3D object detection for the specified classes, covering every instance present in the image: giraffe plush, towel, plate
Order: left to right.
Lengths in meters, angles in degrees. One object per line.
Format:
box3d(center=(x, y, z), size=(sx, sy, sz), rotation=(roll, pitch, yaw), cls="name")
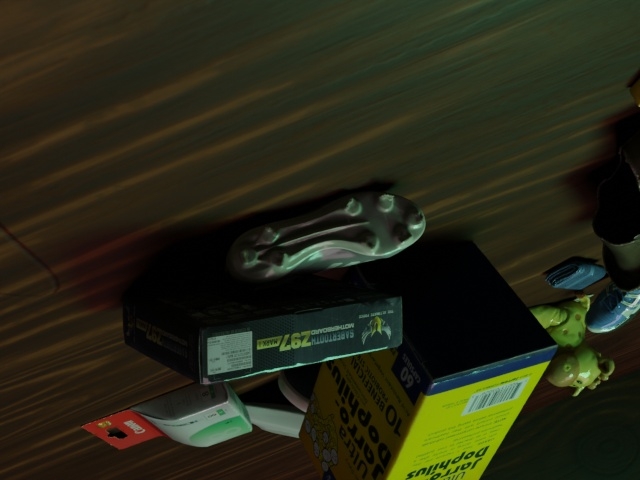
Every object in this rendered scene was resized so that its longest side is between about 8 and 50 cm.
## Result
box3d(center=(0.021, 0.331, 1.490), size=(0.278, 0.045, 0.277), rotation=(5, 169, 27), cls="plate")
box3d(center=(0.472, 0.214, 1.637), size=(0.210, 0.170, 0.181), rotation=(-21, 158, 0), cls="giraffe plush")
box3d(center=(0.430, 0.056, 1.416), size=(0.067, 0.029, 0.119), rotation=(-34, 154, 31), cls="towel")

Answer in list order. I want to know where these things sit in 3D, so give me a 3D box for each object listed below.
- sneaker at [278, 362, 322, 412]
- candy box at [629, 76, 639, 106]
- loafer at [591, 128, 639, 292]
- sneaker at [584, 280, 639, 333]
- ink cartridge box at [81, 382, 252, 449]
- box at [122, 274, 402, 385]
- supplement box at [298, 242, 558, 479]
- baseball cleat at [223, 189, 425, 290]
box3d(center=(0.100, 0.204, 1.373), size=(0.350, 0.131, 0.148), rotation=(6, 120, -33), cls="sneaker")
box3d(center=(0.379, -0.197, 0.766), size=(0.105, 0.027, 0.206), rotation=(-11, 156, -17), cls="candy box")
box3d(center=(0.388, -0.041, 1.037), size=(0.130, 0.134, 0.366), rotation=(-16, 149, -1), cls="loafer")
box3d(center=(0.556, 0.083, 1.527), size=(0.211, 0.080, 0.081), rotation=(-48, 139, 14), cls="sneaker")
box3d(center=(-0.234, 0.294, 1.326), size=(0.225, 0.056, 0.181), rotation=(-21, 153, -2), cls="ink cartridge box")
box3d(center=(-0.061, 0.082, 0.865), size=(0.233, 0.059, 0.183), rotation=(-5, -170, -35), cls="box")
box3d(center=(0.125, 0.207, 1.127), size=(0.195, 0.194, 0.356), rotation=(-10, 136, -27), cls="supplement box")
box3d(center=(0.000, 0.000, 0.857), size=(0.206, 0.072, 0.109), rotation=(-10, 170, -15), cls="baseball cleat")
